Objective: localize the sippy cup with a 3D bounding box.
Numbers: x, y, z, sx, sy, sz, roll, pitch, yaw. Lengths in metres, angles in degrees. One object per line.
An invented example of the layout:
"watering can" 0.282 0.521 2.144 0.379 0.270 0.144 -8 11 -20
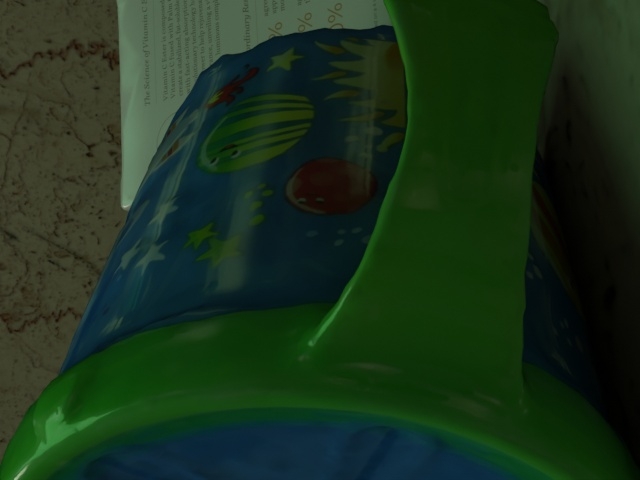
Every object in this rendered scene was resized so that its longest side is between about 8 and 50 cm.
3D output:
"sippy cup" 0.007 0.042 0.600 0.240 0.305 0.224 41 -143 -32

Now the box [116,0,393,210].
"box" -0.010 -0.085 0.764 0.091 0.170 0.130 15 -111 -53
